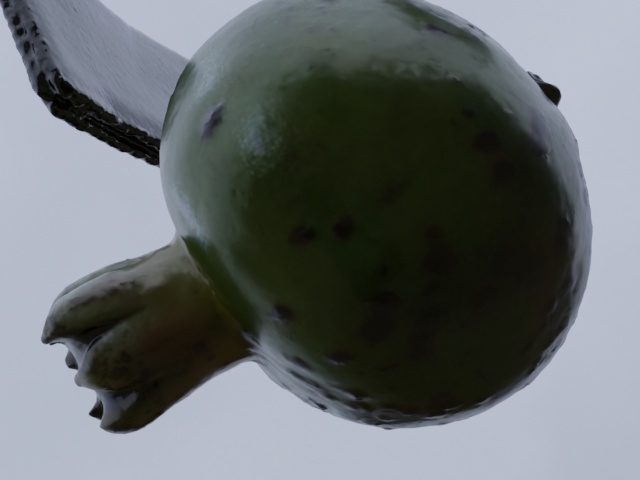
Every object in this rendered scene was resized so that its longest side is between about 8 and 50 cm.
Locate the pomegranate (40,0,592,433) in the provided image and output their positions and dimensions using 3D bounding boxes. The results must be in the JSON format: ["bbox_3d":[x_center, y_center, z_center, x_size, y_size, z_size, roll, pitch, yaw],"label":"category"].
[{"bbox_3d":[0.000,0.000,0.705,0.248,0.202,0.202,-32,-52,-5],"label":"pomegranate"}]

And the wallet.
[{"bbox_3d":[-0.102,-0.088,0.926,0.025,0.124,0.244,-36,-27,16],"label":"wallet"}]
